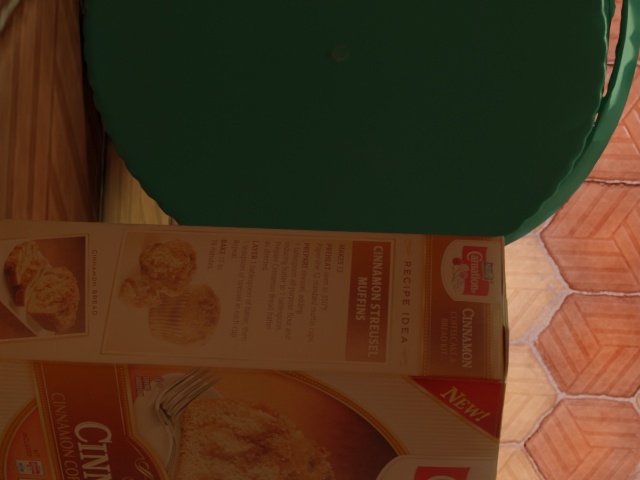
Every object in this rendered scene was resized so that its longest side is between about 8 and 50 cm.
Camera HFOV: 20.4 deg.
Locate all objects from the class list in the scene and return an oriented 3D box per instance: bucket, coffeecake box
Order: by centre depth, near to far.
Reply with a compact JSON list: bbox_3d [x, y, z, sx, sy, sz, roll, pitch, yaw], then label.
[{"bbox_3d":[-0.029,0.065,0.639,0.142,0.185,0.068,89,4,-48],"label":"coffeecake box"},{"bbox_3d":[0.021,-0.121,0.874,0.183,0.281,0.281,-75,167,-63],"label":"bucket"}]
